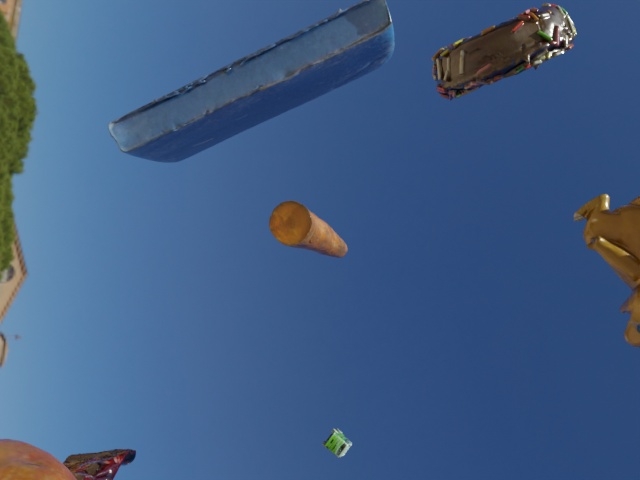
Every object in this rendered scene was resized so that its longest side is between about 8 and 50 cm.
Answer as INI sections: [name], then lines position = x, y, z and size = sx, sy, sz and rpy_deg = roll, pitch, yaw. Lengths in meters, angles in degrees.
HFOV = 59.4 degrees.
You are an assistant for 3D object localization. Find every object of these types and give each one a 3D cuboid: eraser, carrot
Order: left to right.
[eraser]
position = -0.066, -0.167, 0.627
size = 0.311, 0.144, 0.043
rpy_deg = -23, -89, 7
[carrot]
position = 0.000, 0.000, 0.794
size = 0.057, 0.224, 0.057
rpy_deg = -5, -103, 20

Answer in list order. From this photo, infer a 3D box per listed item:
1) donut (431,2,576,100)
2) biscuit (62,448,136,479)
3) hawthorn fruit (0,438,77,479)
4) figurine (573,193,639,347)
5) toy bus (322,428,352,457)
[donut]
position = 0.330, -0.348, 1.039
size = 0.269, 0.269, 0.103
rpy_deg = -13, -75, 48
[biscuit]
position = -0.421, 0.434, 0.953
size = 0.151, 0.235, 0.063
rpy_deg = -13, -69, 13
[hawthorn fruit]
position = -0.223, 0.227, 0.419
size = 0.149, 0.189, 0.149
rpy_deg = -25, -122, 47
[figurine]
position = 0.350, 0.026, 0.573
size = 0.122, 0.121, 0.176
rpy_deg = -38, -128, 54
[toy bus]
position = 0.028, 0.322, 0.891
size = 0.037, 0.083, 0.031
rpy_deg = 35, -100, 18
